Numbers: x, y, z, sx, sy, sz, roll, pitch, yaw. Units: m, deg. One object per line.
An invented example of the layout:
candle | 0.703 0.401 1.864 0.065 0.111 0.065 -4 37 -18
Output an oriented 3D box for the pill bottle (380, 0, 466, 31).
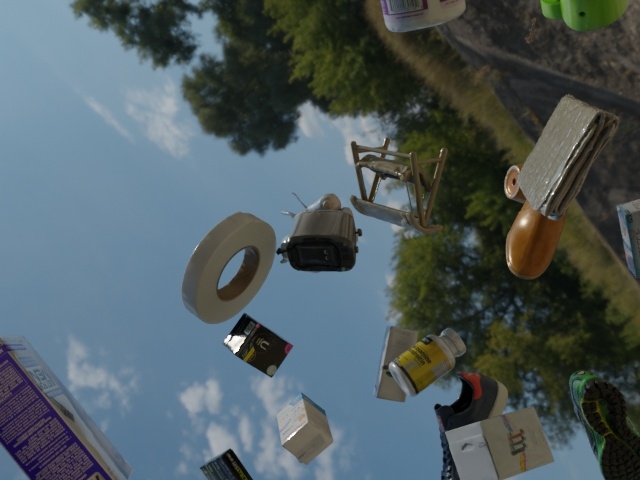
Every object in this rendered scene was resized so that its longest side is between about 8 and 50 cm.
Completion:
pill bottle | 0.181 -0.582 1.286 0.169 0.169 0.302 -74 -28 -62

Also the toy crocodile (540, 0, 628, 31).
toy crocodile | 0.357 -0.412 0.916 0.341 0.105 0.115 -74 -31 -42

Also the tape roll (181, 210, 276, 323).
tape roll | -0.293 0.093 2.151 0.072 0.392 0.392 31 -167 25

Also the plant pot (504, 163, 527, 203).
plant pot | 0.814 -0.212 2.484 0.187 0.205 0.205 4 -138 -11

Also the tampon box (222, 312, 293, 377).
tampon box | -0.190 0.320 2.001 0.161 0.120 0.101 38 173 -32

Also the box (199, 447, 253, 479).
box | -0.244 0.688 1.833 0.045 0.184 0.191 -31 -99 -38

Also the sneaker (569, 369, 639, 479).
sneaker | 0.745 0.482 1.685 0.146 0.134 0.344 -90 -22 -77

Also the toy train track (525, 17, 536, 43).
toy train track | 0.558 -0.558 1.735 0.014 0.048 0.083 35 162 22

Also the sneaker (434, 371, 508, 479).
sneaker | 0.337 0.496 1.645 0.148 0.350 0.131 26 165 -7

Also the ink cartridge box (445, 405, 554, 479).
ink cartridge box | 0.394 0.457 1.447 0.176 0.128 0.127 -3 -113 -31

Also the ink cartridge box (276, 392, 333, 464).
ink cartridge box | -0.038 0.460 1.587 0.090 0.092 0.143 43 -172 -21

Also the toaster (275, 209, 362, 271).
toaster | 0.000 0.000 1.817 0.146 0.226 0.129 -74 -21 -49

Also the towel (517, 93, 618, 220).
towel | 0.408 -0.145 1.102 0.049 0.187 0.282 26 -159 0

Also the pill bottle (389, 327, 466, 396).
pill bottle | 0.271 0.302 1.644 0.103 0.184 0.103 53 167 17

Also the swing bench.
swing bench | 0.224 -0.159 1.940 0.165 0.253 0.255 -13 -68 -39

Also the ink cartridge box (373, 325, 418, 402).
ink cartridge box | 0.230 0.378 2.014 0.160 0.092 0.220 75 -154 -83

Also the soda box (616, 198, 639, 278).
soda box | 0.764 -0.003 1.566 0.058 0.062 0.183 -85 -25 -64

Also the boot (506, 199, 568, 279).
boot | 0.477 -0.082 1.377 0.104 0.211 0.295 20 -125 15

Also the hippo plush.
hippo plush | -0.030 -0.025 2.264 0.294 0.234 0.236 34 -133 2

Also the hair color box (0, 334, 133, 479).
hair color box | -0.481 0.324 1.145 0.339 0.110 0.185 52 167 0
